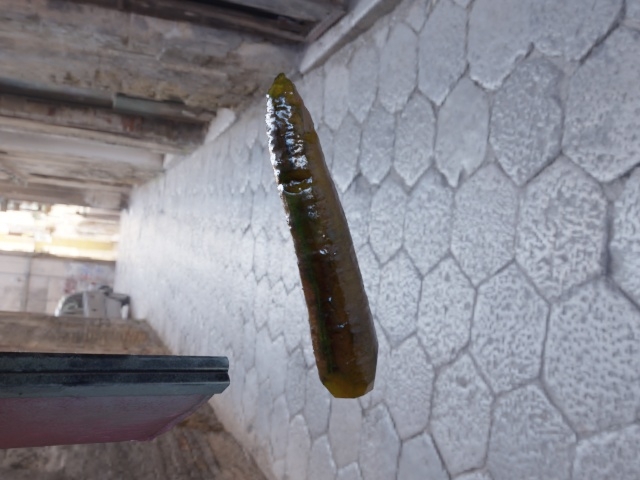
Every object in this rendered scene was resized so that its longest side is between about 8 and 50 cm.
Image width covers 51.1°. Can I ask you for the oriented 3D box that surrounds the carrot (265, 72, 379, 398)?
[{"bbox_3d":[0.000,0.000,0.631,0.066,0.066,0.314,-152,47,-71],"label":"carrot"}]

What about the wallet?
[{"bbox_3d":[-0.171,0.077,0.306,0.119,0.232,0.025,-43,49,47],"label":"wallet"}]
